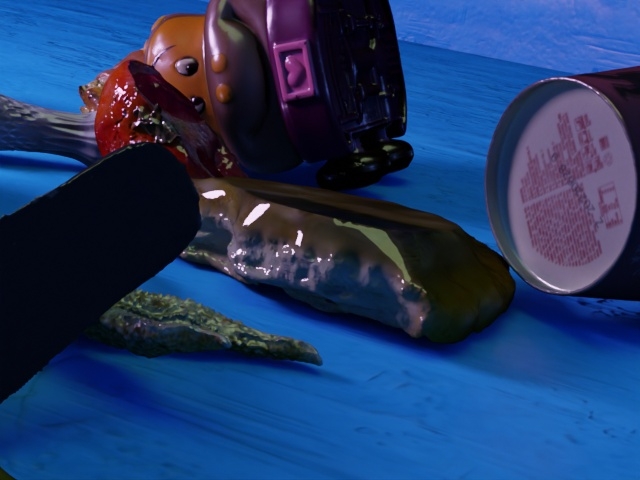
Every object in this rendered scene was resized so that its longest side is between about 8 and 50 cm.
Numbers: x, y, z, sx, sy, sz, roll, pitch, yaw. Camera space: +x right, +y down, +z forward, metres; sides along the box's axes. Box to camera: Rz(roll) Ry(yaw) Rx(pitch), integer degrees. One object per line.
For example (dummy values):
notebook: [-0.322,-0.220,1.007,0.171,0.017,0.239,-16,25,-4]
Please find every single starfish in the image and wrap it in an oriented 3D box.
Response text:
starfish: [-0.186,0.017,0.958,0.347,0.078,0.358,29,0,-37]

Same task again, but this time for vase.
vase: [-0.291,-0.113,1.482,0.149,0.081,0.081,9,14,-13]

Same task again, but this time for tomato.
tomato: [-0.153,-0.081,1.398,0.189,0.099,0.173,53,10,11]

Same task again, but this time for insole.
insole: [-0.184,0.034,0.775,0.309,0.110,0.012,-37,19,-33]

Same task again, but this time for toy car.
toy car: [-0.042,-0.184,1.613,0.240,0.271,0.341,-8,5,20]

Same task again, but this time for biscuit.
biscuit: [0.000,0.000,1.199,0.335,0.078,0.329,11,10,3]

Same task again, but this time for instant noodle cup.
instant noodle cup: [0.261,-0.048,1.208,0.178,0.234,0.235,-3,18,-34]

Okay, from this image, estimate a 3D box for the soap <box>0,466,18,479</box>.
soap: [-0.171,0.126,0.659,0.089,0.045,0.140,-10,23,-44]

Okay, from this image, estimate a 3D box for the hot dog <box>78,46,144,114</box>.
hot dog: [-0.202,-0.162,1.684,0.123,0.093,0.261,15,32,21]
